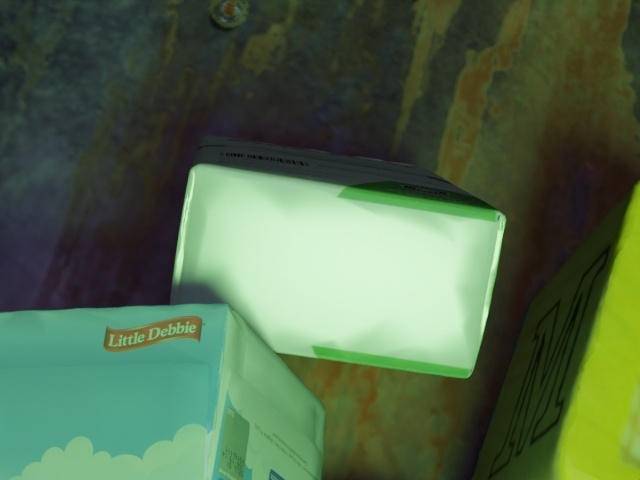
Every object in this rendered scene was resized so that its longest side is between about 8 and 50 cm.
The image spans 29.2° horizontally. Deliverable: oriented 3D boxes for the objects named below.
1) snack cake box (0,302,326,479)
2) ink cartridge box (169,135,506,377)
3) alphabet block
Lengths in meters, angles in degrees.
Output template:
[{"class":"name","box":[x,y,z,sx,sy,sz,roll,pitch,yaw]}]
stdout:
[{"class":"snack cake box","box":[-0.145,0.104,0.628,0.264,0.152,0.089,-4,64,18]},{"class":"ink cartridge box","box":[0.000,0.000,0.710,0.160,0.219,0.092,9,97,-5]},{"class":"alphabet block","box":[0.212,0.108,0.712,0.192,0.197,0.193,21,66,1]}]
